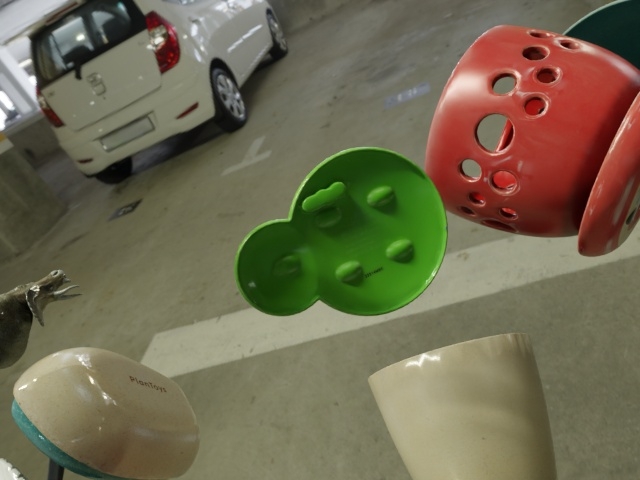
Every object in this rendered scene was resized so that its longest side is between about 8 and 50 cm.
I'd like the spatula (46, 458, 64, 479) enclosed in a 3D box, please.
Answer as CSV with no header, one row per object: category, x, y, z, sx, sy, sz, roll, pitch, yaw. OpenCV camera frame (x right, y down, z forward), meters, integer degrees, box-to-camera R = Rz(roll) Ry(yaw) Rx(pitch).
spatula,-0.460,0.471,0.797,0.084,0.030,0.296,2,77,20

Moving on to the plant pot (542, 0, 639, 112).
plant pot,0.471,-0.174,0.699,0.195,0.290,0.290,2,16,-28

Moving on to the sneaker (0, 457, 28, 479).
sneaker,-0.396,0.419,0.594,0.129,0.111,0.297,-17,55,-28

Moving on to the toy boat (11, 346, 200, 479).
toy boat,-0.249,0.270,0.579,0.148,0.267,0.318,-46,44,-2

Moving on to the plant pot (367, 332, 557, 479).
plant pot,0.229,0.307,0.698,0.256,0.256,0.274,-21,65,14

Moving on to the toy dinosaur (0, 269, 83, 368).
toy dinosaur,-0.640,0.181,0.954,0.313,0.160,0.121,-56,-1,4

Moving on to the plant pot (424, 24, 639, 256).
plant pot,0.222,-0.091,0.452,0.174,0.191,0.191,26,58,34

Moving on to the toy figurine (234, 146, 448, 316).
toy figurine,0.000,0.000,0.436,0.173,0.130,0.159,-24,7,-13
